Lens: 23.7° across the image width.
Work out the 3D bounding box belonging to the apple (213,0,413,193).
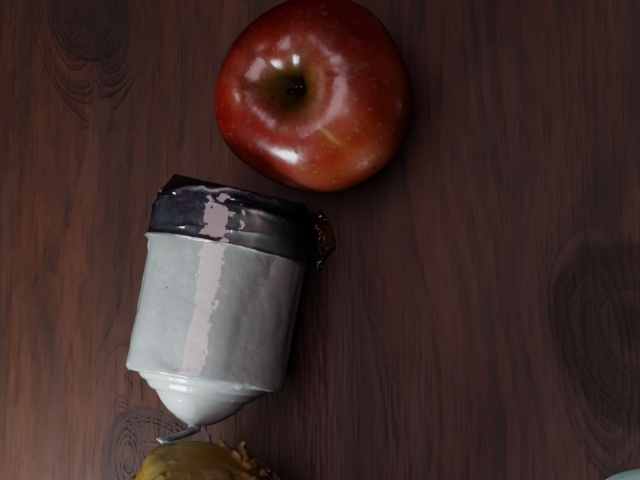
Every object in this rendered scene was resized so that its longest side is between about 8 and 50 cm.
[{"bbox_3d":[-0.008,-0.184,1.995,0.260,0.216,0.260,-3,79,19],"label":"apple"}]

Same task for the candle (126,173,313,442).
[{"bbox_3d":[-0.136,0.093,1.987,0.221,0.221,0.342,9,86,21],"label":"candle"}]

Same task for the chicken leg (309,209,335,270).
[{"bbox_3d":[0.001,-0.002,2.060,0.036,0.021,0.083,-14,79,6],"label":"chicken leg"}]

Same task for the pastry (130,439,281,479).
[{"bbox_3d":[-0.108,0.388,1.892,0.184,0.284,0.316,-20,55,-7],"label":"pastry"}]

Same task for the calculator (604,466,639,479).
[{"bbox_3d":[0.416,0.354,1.797,0.295,0.042,0.184,-13,84,34],"label":"calculator"}]
